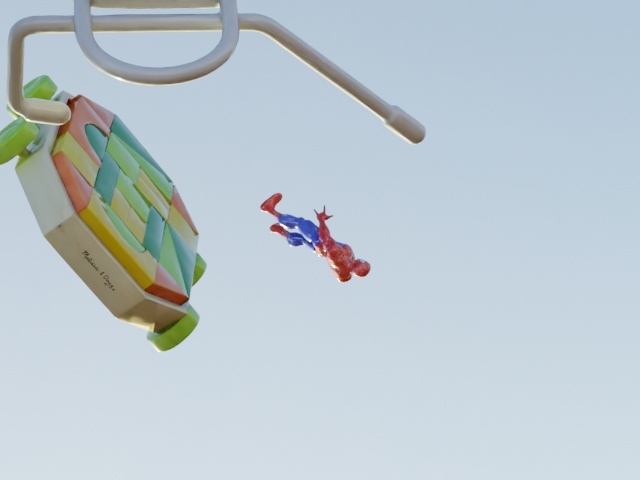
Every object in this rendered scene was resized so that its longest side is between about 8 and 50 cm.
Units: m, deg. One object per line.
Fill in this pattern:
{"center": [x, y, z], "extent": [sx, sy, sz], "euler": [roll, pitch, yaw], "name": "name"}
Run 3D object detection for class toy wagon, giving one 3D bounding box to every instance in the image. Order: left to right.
{"center": [-0.212, -0.049, 1.933], "extent": [0.068, 0.344, 0.267], "euler": [-33, -70, 15], "name": "toy wagon"}

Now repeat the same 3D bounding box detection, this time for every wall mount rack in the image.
{"center": [-0.077, -0.188, 1.418], "extent": [0.304, 0.350, 0.130], "euler": [0, -45, -7], "name": "wall mount rack"}

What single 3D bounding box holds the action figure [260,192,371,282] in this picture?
{"center": [0.000, 0.000, 1.356], "extent": [0.030, 0.115, 0.038], "euler": [-30, -52, -18], "name": "action figure"}
